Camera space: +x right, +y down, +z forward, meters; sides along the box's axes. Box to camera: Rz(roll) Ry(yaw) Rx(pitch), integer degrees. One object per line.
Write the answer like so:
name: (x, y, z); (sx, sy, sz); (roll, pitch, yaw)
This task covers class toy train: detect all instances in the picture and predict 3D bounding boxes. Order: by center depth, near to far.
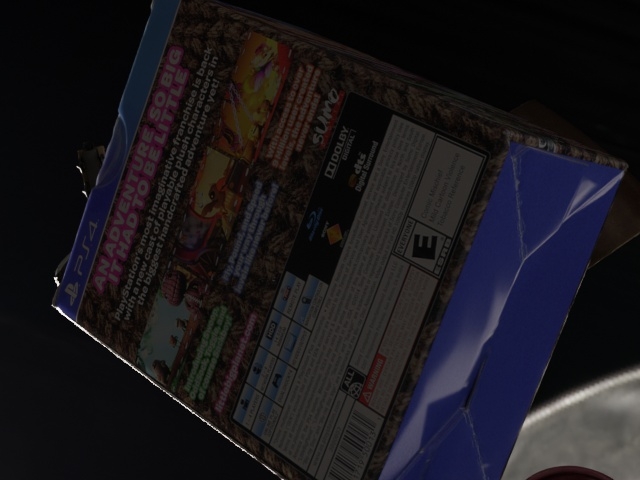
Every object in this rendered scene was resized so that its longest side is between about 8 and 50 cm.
toy train: (-0.185, -0.009, 1.083); (0.036, 0.027, 0.158); (-94, -6, -80)

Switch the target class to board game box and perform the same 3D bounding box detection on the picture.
board game box: (0.000, 0.000, 0.777); (0.141, 0.291, 0.232); (6, -72, -50)

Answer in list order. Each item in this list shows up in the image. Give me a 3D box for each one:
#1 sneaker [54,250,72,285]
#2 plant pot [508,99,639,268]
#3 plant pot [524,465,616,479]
sneaker: (-0.253, 0.007, 1.497); (0.190, 0.082, 0.071); (-34, -55, -41)
plant pot: (0.315, -0.069, 1.682); (0.215, 0.230, 0.215); (-33, -8, -5)
plant pot: (0.356, 0.413, 1.680); (0.180, 0.201, 0.201); (33, -107, -63)
